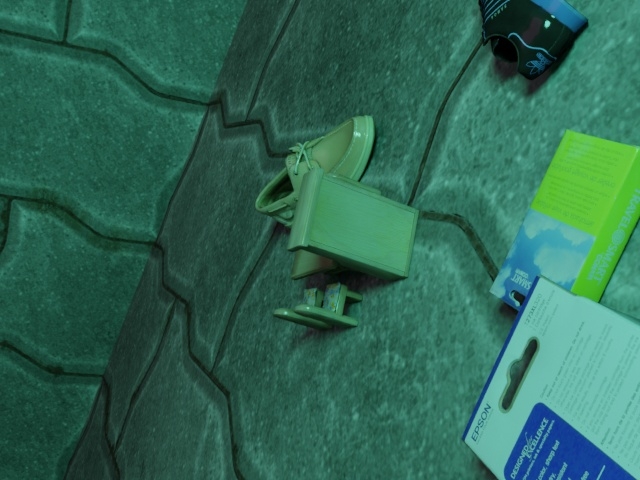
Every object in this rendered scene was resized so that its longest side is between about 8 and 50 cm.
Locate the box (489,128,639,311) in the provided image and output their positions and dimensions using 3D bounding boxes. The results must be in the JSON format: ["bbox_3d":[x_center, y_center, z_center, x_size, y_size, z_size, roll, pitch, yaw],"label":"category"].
[{"bbox_3d":[0.236,-0.009,0.696,0.178,0.042,0.109,-67,23,9],"label":"box"}]

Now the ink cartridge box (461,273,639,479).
[{"bbox_3d":[0.243,0.167,0.520,0.176,0.069,0.371,-68,26,9],"label":"ink cartridge box"}]

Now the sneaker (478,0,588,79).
[{"bbox_3d":[0.221,-0.271,0.883,0.090,0.081,0.232,-53,29,20],"label":"sneaker"}]

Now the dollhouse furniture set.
[{"bbox_3d":[0.000,0.000,1.059,0.242,0.161,0.212,-21,54,61],"label":"dollhouse furniture set"}]

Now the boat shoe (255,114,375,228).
[{"bbox_3d":[-0.014,-0.116,1.260,0.302,0.098,0.109,-41,37,49],"label":"boat shoe"}]
